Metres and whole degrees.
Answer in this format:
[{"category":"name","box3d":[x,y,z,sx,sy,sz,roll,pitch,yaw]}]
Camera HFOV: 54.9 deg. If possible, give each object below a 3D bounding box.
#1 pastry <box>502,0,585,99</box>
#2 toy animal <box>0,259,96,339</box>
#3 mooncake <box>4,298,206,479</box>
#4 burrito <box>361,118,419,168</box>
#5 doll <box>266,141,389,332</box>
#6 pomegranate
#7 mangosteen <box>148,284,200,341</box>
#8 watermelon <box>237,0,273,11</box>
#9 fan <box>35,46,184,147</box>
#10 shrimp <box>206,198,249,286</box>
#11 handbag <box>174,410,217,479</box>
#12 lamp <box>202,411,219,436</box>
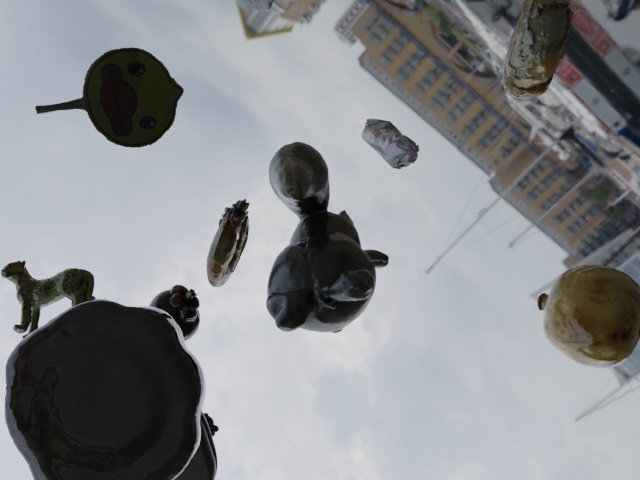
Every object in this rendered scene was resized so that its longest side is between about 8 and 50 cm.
[{"category":"pastry","box3d":[0.315,-0.280,0.900,0.081,0.154,0.153,19,-159,4]},{"category":"toy animal","box3d":[-0.458,0.086,1.068,0.073,0.181,0.136,59,-164,-64]},{"category":"mooncake","box3d":[-0.315,0.238,0.930,0.306,0.306,0.154,42,172,-3]},{"category":"burrito","box3d":[0.124,-0.174,1.097,0.064,0.064,0.203,34,-168,-23]},{"category":"doll","box3d":[-0.033,0.014,1.265,0.379,0.252,0.382,54,-170,-11]},{"category":"pomegranate","box3d":[0.567,0.159,1.300,0.215,0.215,0.215,36,-158,-17]},{"category":"mangosteen","box3d":[-0.348,0.174,1.502,0.137,0.151,0.137,33,-154,-19]},{"category":"watermelon","box3d":[-0.090,-0.418,0.865,0.094,0.180,0.081,12,-157,16]},{"category":"fan","box3d":[-0.479,-0.323,1.423,0.334,0.230,0.011,-15,-168,-21]},{"category":"shrimp","box3d":[-0.185,0.001,1.319,0.053,0.236,0.133,33,-145,23]},{"category":"handbag","box3d":[-0.330,0.408,1.167,0.093,0.253,0.308,-130,27,-62]},{"category":"lamp","box3d":[-0.353,0.396,1.491,0.253,0.118,0.118,45,-159,12]}]
